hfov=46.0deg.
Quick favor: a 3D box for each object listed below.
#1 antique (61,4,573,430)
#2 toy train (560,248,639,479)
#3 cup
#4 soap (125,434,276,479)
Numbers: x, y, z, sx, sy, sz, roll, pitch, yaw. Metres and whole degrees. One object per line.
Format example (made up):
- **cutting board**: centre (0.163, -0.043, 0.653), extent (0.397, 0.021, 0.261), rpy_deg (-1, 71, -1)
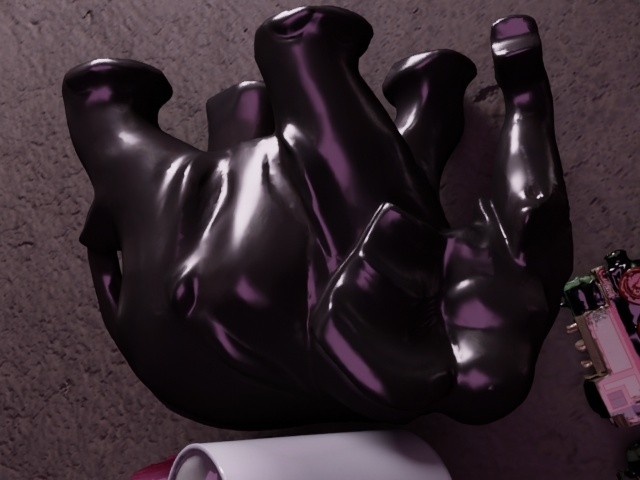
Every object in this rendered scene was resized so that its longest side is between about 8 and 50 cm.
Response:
- **antique**: centre (0.000, 0.000, 0.495), extent (0.322, 0.185, 0.255), rpy_deg (-10, 77, 12)
- **toy train**: centre (0.231, 0.127, 0.497), extent (0.085, 0.053, 0.250), rpy_deg (-22, 81, 15)
- **cup**: centre (-0.013, 0.164, 0.398), extent (0.136, 0.133, 0.099), rpy_deg (-62, 39, 34)
- **soap**: centre (-0.058, 0.266, 0.497), extent (0.099, 0.162, 0.250), rpy_deg (-12, 84, 3)
